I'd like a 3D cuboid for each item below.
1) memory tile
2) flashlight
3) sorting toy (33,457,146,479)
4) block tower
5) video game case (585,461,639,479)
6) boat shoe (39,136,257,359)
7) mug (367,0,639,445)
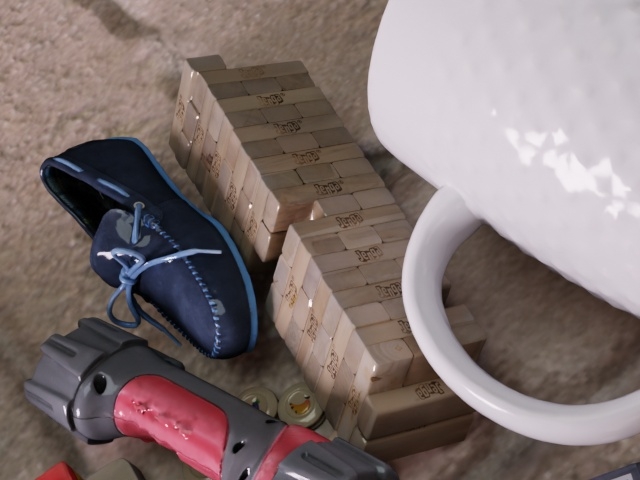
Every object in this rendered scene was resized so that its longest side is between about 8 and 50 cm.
[{"bbox_3d":[-0.031,0.153,1.156,0.148,0.012,0.113,-10,57,19],"label":"memory tile"},{"bbox_3d":[-0.085,0.141,1.108,0.304,0.103,0.103,22,77,39],"label":"flashlight"},{"bbox_3d":[-0.198,0.301,1.091,0.257,0.089,0.255,-35,53,1],"label":"sorting toy"},{"bbox_3d":[0.000,0.000,1.168,0.097,0.091,0.335,-10,49,-28],"label":"block tower"},{"bbox_3d":[0.102,0.271,1.019,0.274,0.026,0.196,-22,54,11],"label":"video game case"},{"bbox_3d":[-0.136,0.013,1.230,0.089,0.109,0.258,-9,31,-30],"label":"boat shoe"},{"bbox_3d":[0.209,-0.044,1.016,0.328,0.276,0.374,38,86,28],"label":"mug"}]
